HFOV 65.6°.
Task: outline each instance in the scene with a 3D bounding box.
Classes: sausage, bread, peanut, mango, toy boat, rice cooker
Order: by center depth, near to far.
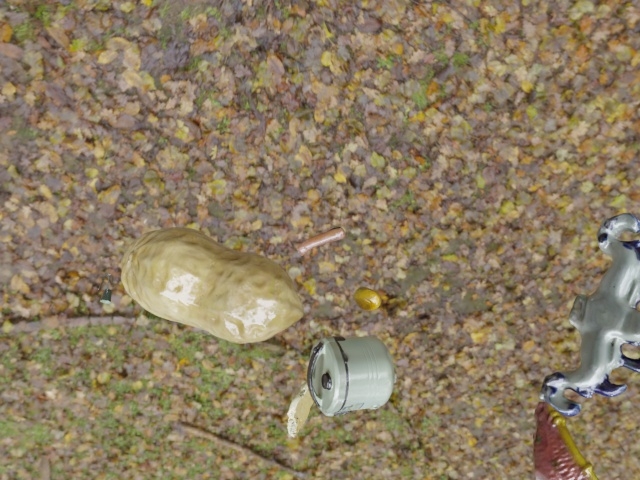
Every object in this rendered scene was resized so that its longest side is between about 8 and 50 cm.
[{"bbox_3d":[0.406,0.400,0.745,0.099,0.318,0.141,-24,168,-18],"label":"toy boat"},{"bbox_3d":[-0.203,0.074,0.891,0.387,0.169,0.192,13,154,26],"label":"peanut"},{"bbox_3d":[0.077,0.387,1.444,0.244,0.226,0.226,1,126,-26],"label":"rice cooker"},{"bbox_3d":[0.141,0.172,1.478,0.057,0.114,0.079,-33,91,-27],"label":"mango"},{"bbox_3d":[0.000,0.001,1.619,0.176,0.040,0.047,-23,140,20],"label":"sausage"},{"bbox_3d":[-0.070,0.629,1.904,0.039,0.182,0.251,21,134,18],"label":"bread"}]

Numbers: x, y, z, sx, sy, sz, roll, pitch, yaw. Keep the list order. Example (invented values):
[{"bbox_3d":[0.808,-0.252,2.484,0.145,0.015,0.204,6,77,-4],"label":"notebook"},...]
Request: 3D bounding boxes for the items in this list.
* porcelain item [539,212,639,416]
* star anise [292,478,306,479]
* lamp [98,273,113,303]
[{"bbox_3d":[0.193,0.051,0.302,0.021,0.075,0.136,29,82,-42],"label":"porcelain item"},{"bbox_3d":[-0.088,0.682,1.185,0.223,0.236,0.109,-42,119,-13],"label":"star anise"},{"bbox_3d":[-0.648,0.147,1.510,0.041,0.054,0.121,12,150,-17],"label":"lamp"}]
